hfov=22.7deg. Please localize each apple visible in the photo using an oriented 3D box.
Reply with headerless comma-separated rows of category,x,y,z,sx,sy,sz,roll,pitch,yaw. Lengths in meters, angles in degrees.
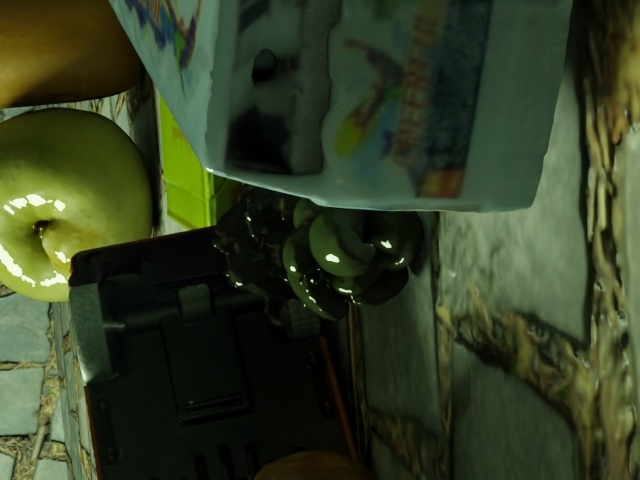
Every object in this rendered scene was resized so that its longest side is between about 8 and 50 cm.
apple,-0.248,-0.037,1.506,0.200,0.200,0.200,175,90,-76

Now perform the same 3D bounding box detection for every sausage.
sausage,-0.347,-0.183,1.491,0.116,0.353,0.134,-134,41,-68

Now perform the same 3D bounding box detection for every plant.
plant,0.000,0.000,0.758,0.087,0.085,0.174,63,164,-10

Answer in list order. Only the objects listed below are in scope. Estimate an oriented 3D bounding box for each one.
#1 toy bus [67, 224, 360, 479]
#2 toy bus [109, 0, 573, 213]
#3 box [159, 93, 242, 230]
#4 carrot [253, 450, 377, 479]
toy bus,-0.045,0.150,0.854,0.153,0.143,0.329,87,169,-52
toy bus,-0.015,-0.118,0.640,0.330,0.136,0.109,-123,34,-60
box,-0.079,-0.171,1.062,0.187,0.047,0.335,-155,62,-74
carrot,-0.003,0.198,0.663,0.159,0.159,0.225,110,154,-59
